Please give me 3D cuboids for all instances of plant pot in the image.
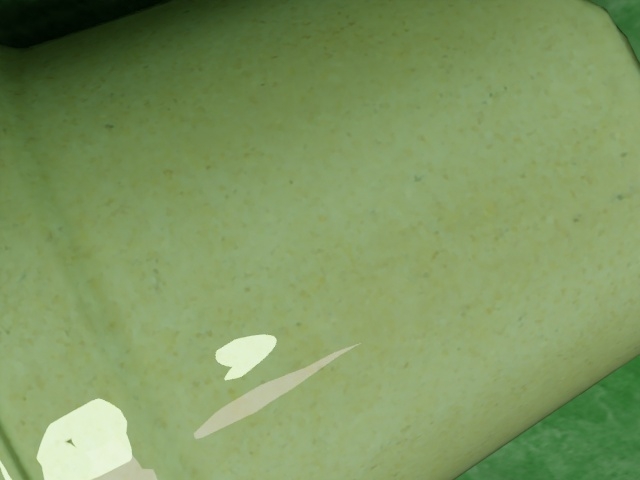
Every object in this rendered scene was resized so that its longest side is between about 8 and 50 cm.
[{"bbox_3d":[0.000,0.000,0.855,0.305,0.334,0.334,-26,134,0],"label":"plant pot"}]
